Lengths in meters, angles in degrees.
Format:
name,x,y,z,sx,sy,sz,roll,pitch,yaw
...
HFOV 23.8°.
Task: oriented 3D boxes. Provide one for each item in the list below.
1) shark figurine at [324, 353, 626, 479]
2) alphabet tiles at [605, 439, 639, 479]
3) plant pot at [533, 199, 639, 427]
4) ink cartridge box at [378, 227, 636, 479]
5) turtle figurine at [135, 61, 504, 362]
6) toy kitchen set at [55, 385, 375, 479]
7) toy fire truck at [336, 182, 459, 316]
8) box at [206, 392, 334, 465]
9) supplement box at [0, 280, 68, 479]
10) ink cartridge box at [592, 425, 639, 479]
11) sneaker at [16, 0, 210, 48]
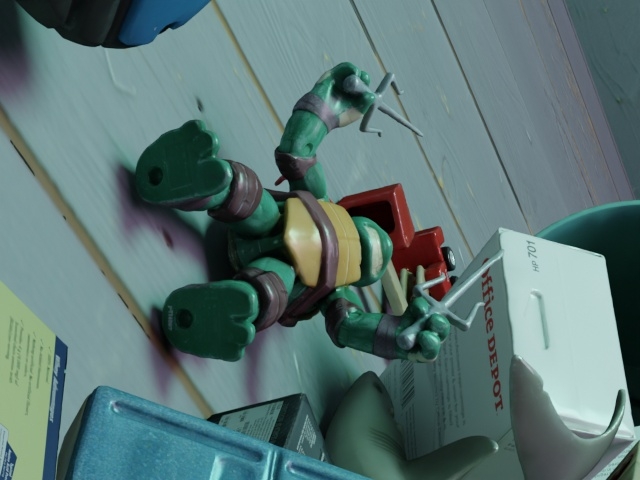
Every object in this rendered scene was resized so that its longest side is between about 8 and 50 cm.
name,x,y,z,sx,sy,sz,roll,pitch,yaw
shark figurine,0.036,0.136,0.803,0.116,0.278,0.166,25,76,-20
alphabet tiles,0.091,0.221,0.791,0.009,0.237,0.198,37,17,6
plant pot,0.271,0.147,1.305,0.235,0.293,0.293,85,-2,-64
ink cartridge box,0.105,0.106,0.948,0.082,0.190,0.139,16,48,-19
turtle figurine,0.000,0.000,0.824,0.234,0.118,0.175,-4,62,-57
toy kitchen set,-0.025,0.123,0.469,0.122,0.166,0.207,21,46,-12
toy fire truck,0.071,0.047,1.127,0.135,0.047,0.192,-40,114,-71
box,-0.020,0.204,0.683,0.232,0.059,0.183,-69,140,-64
supplement box,-0.126,0.052,0.475,0.083,0.056,0.083,55,26,-48
ink cartridge box,0.157,0.253,1.008,0.237,0.172,0.100,-82,152,-52
sneaker,-0.150,-0.158,0.539,0.139,0.125,0.341,51,14,17
